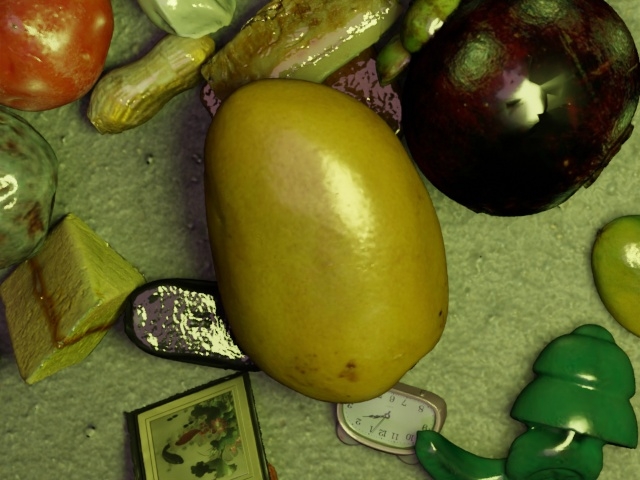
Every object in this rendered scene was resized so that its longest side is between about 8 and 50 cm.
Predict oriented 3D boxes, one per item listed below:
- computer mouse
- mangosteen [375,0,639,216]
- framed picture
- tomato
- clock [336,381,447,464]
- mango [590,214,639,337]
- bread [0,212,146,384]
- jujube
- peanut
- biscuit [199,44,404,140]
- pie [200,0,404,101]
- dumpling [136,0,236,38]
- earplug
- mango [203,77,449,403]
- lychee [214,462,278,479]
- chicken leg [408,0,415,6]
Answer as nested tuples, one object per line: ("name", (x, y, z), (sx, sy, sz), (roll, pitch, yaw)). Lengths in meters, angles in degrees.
("computer mouse", (-0.162, 0.115, 1.831), (0.217, 0.073, 0.122), (9, 91, -7))
("mangosteen", (0.230, -0.184, 1.626), (0.330, 0.330, 0.330), (1, 95, 9))
("framed picture", (-0.171, 0.290, 1.829), (0.195, 0.010, 0.199), (-22, 55, 11))
("tomato", (-0.391, -0.283, 1.784), (0.232, 0.188, 0.232), (1, 98, 10))
("clock", (0.091, 0.248, 1.818), (0.153, 0.050, 0.110), (17, 98, 8))
("mango", (0.425, 0.058, 1.728), (0.122, 0.085, 0.191), (-24, 90, 8))
("bread", (-0.361, 0.070, 1.774), (0.163, 0.264, 0.167), (42, 94, 2))
("jujube", (-0.504, -0.077, 1.805), (0.308, 0.215, 0.246), (-1, 98, 10))
("peanut", (-0.233, -0.219, 1.814), (0.207, 0.087, 0.087), (-34, 89, 10))
("biscuit", (-0.025, -0.173, 1.802), (0.273, 0.049, 0.257), (-24, 88, 9))
("pie", (-0.019, -0.268, 1.739), (0.282, 0.068, 0.128), (-36, 74, 9))
("dumpling", (-0.187, -0.358, 1.783), (0.151, 0.124, 0.229), (-20, 67, -24))
("earplug", (0.292, 0.234, 1.749), (0.257, 0.164, 0.280), (20, 85, 36))
("mango", (0.000, 0.000, 1.686), (0.300, 0.232, 0.445), (-15, 109, 16))
("lychee", (-0.110, 0.367, 1.832), (0.101, 0.114, 0.140), (-7, 51, 42))
("chicken leg", (0.128, -0.281, 1.781), (0.036, 0.021, 0.083), (15, 97, 17))
